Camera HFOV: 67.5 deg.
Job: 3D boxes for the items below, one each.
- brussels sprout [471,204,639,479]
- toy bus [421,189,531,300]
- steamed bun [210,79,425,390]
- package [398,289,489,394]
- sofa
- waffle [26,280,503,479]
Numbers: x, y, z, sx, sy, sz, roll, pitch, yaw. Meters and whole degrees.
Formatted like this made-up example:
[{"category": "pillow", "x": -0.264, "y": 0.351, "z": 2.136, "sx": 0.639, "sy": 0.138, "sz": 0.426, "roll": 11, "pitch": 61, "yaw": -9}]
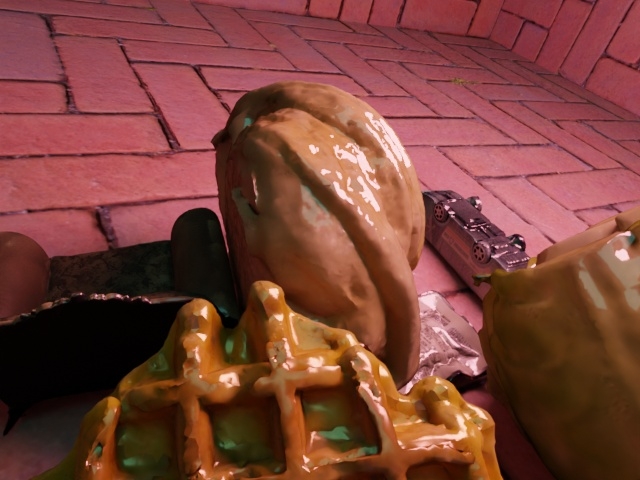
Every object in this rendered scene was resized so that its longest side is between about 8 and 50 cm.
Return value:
[{"category": "brussels sprout", "x": 0.412, "y": 0.135, "z": 0.531, "sx": 0.425, "sy": 0.342, "sz": 0.361, "roll": -21, "pitch": 76, "yaw": -2}, {"category": "toy bus", "x": 0.266, "y": 0.000, "z": 0.850, "sx": 0.091, "sy": 0.109, "sz": 0.262, "roll": -5, "pitch": 39, "yaw": -24}, {"category": "steamed bun", "x": 0.000, "y": -0.006, "z": 0.568, "sx": 0.230, "sy": 0.325, "sz": 0.372, "roll": -6, "pitch": 39, "yaw": -19}, {"category": "package", "x": 0.118, "y": 0.149, "z": 0.662, "sx": 0.231, "sy": 0.040, "sz": 0.166, "roll": -15, "pitch": 43, "yaw": -25}, {"category": "sofa", "x": -0.223, "y": 0.052, "z": 0.503, "sx": 0.258, "sy": 0.182, "sz": 0.200, "roll": -8, "pitch": 41, "yaw": -13}, {"category": "waffle", "x": -0.026, "y": 0.241, "z": 0.306, "sx": 0.379, "sy": 0.095, "sz": 0.382, "roll": 33, "pitch": 70, "yaw": 2}]
